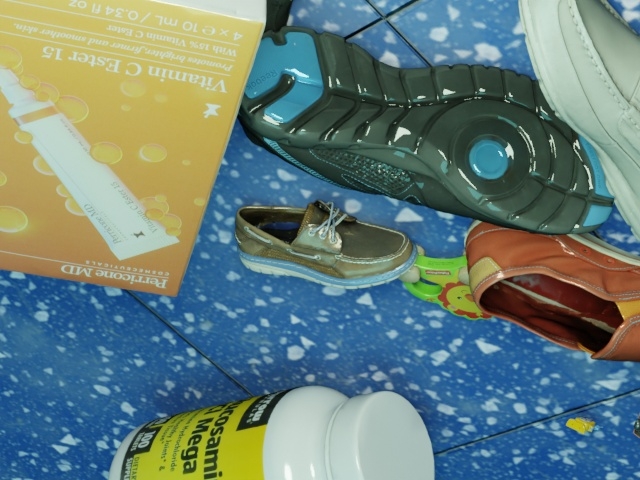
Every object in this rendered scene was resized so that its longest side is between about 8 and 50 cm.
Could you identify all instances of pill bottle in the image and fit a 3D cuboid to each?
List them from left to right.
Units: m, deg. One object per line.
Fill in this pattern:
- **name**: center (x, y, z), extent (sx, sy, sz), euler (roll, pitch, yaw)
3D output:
- **pill bottle**: center (-0.052, 0.259, 1.838), extent (0.334, 0.188, 0.188), euler (-16, 129, 34)

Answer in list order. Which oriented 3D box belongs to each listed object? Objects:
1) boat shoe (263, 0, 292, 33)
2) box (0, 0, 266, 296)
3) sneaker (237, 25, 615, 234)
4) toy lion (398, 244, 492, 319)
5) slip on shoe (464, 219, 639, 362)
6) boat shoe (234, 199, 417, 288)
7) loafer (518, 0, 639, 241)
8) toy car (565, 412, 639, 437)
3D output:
- **boat shoe**: center (-0.028, -0.214, 1.397), extent (0.042, 0.049, 0.133), euler (23, 136, 9)
- **box**: center (-0.182, -0.133, 1.385), extent (0.215, 0.168, 0.345), euler (9, 140, -11)
- **sneaker**: center (0.088, -0.089, 1.467), extent (0.341, 0.125, 0.139), euler (20, 165, -3)
- **toy lion**: center (0.131, 0.044, 1.645), extent (0.100, 0.034, 0.096), euler (2, 145, 20)
- **slip on shoe**: center (0.282, 0.072, 1.559), extent (0.331, 0.101, 0.123), euler (22, 138, -5)
- **boat shoe**: center (0.000, 0.000, 1.616), extent (0.183, 0.066, 0.066), euler (2, 136, 20)
- **loafer**: center (0.255, -0.116, 1.357), extent (0.111, 0.112, 0.319), euler (-15, 137, 28)
- **toy car**: center (0.311, 0.170, 1.723), extent (0.122, 0.060, 0.040), euler (6, -174, 41)
